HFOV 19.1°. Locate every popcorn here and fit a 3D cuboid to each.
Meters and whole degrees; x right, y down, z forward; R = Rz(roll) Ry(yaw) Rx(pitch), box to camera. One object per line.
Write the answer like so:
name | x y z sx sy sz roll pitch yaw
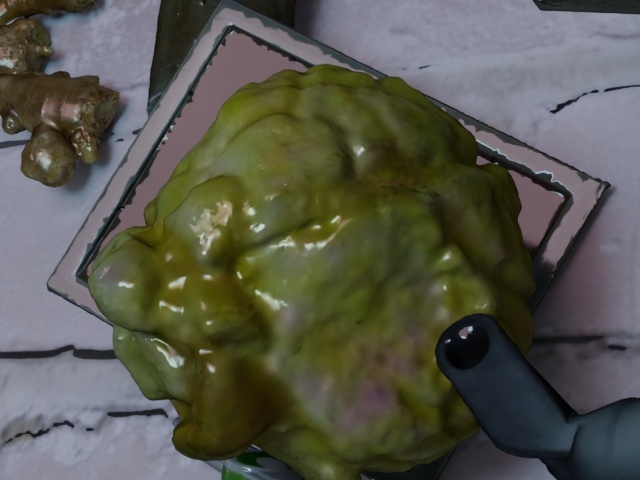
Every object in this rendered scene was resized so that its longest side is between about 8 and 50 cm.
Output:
popcorn | -0.008 0.020 1.072 0.259 0.259 0.212 -50 16 1

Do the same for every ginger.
ginger | -0.219 -0.125 1.457 0.176 0.052 0.193 2 59 35

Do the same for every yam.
yam | -0.057 -0.193 1.343 0.106 0.106 0.259 -6 64 32

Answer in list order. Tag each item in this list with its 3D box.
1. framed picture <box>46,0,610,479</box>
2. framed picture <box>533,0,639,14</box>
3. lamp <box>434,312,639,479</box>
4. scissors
framed picture | 0.000 0.000 1.198 0.293 0.018 0.231 29 83 21
framed picture | 0.249 -0.255 0.976 0.232 0.024 0.315 9 73 36
lamp | 0.256 0.134 0.885 0.272 0.205 0.374 -35 44 10
scissors | -0.038 0.145 1.164 0.204 0.101 0.027 20 104 54
